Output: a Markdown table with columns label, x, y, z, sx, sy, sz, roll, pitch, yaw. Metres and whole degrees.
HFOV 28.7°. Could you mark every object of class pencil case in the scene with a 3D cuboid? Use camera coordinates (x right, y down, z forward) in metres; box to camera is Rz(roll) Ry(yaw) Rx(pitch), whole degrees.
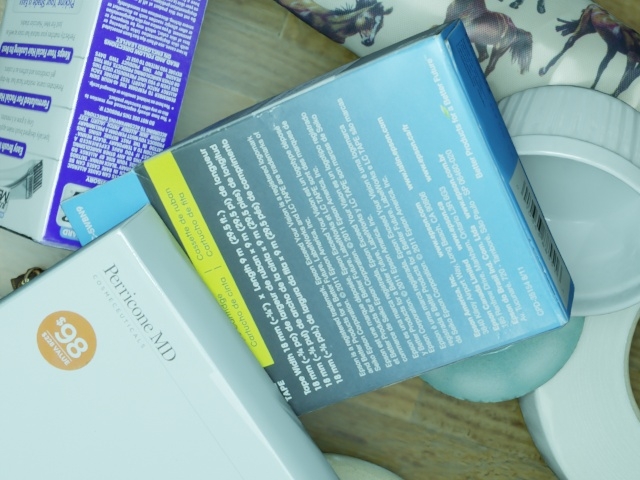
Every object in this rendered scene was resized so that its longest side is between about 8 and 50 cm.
| label | x | y | z | sx | sy | sz | roll | pitch | yaw |
| --- | --- | --- | --- | --- | --- | --- | --- | --- | --- |
| pencil case | 0.135 | -0.212 | 1.151 | 0.410 | 0.160 | 0.183 | 30 | 61 | -9 |

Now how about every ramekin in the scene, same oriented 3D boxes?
| label | x | y | z | sx | sy | sz | roll | pitch | yaw |
| --- | --- | --- | --- | --- | --- | --- | --- | --- | --- |
| ramekin | 0.209 | -0.039 | 1.086 | 0.207 | 0.207 | 0.109 | 29 | 51 | -9 |

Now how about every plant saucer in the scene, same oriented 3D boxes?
| label | x | y | z | sx | sy | sz | roll | pitch | yaw |
| --- | --- | --- | --- | --- | --- | --- | --- | --- | --- |
| plant saucer | 0.153 | 0.057 | 1.189 | 0.195 | 0.037 | 0.195 | -2 | 83 | 17 |

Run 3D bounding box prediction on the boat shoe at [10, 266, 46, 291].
| label | x | y | z | sx | sy | sz | roll | pitch | yaw |
| --- | --- | --- | --- | --- | --- | --- | --- | --- | --- |
| boat shoe | -0.260 | 0.063 | 1.146 | 0.207 | 0.073 | 0.073 | -44 | 100 | -5 |

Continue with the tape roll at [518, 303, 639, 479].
| label | x | y | z | sx | sy | sz | roll | pitch | yaw |
| --- | --- | --- | --- | --- | --- | --- | --- | --- | --- |
| tape roll | 0.389 | 0.118 | 1.254 | 0.392 | 0.072 | 0.392 | 0 | 92 | -9 |

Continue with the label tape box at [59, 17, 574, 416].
| label | x | y | z | sx | sy | sz | roll | pitch | yaw |
| --- | --- | --- | --- | --- | --- | --- | --- | --- | --- |
| label tape box | 0.000 | 0.000 | 0.996 | 0.334 | 0.106 | 0.240 | -21 | 102 | 20 |

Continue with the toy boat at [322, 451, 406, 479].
| label | x | y | z | sx | sy | sz | roll | pitch | yaw |
| --- | --- | --- | --- | --- | --- | --- | --- | --- | --- |
| toy boat | 0.071 | 0.354 | 1.163 | 0.318 | 0.267 | 0.148 | 25 | 133 | -19 |

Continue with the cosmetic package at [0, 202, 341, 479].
| label | x | y | z | sx | sy | sz | roll | pitch | yaw |
| --- | --- | --- | --- | --- | --- | --- | --- | --- | --- |
| cosmetic package | -0.149 | 0.205 | 0.978 | 0.284 | 0.097 | 0.377 | -33 | 98 | 12 |

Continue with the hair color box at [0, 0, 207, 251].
| label | x | y | z | sx | sy | sz | roll | pitch | yaw |
| --- | --- | --- | --- | --- | --- | --- | --- | --- | --- |
| hair color box | -0.198 | -0.165 | 1.080 | 0.110 | 0.185 | 0.338 | 15 | 90 | -38 |
